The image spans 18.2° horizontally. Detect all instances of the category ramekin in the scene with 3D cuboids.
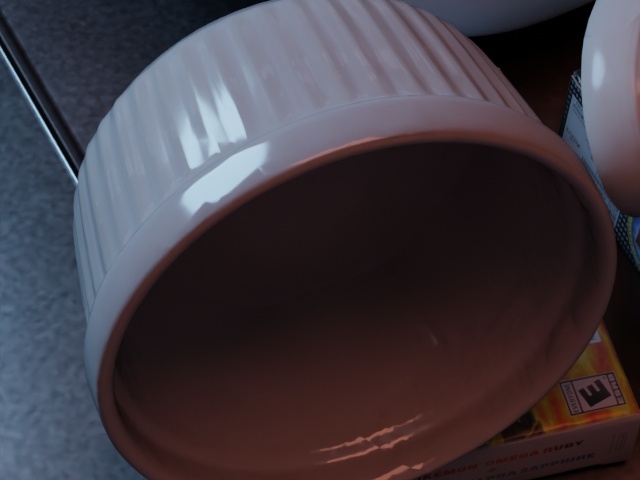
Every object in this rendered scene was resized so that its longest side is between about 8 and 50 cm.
[{"bbox_3d":[0.000,0.000,0.783,0.207,0.207,0.109,-14,48,-12],"label":"ramekin"}]

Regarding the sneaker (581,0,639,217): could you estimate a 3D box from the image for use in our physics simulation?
[{"bbox_3d":[0.231,-0.090,0.801,0.169,0.108,0.292,-4,18,36],"label":"sneaker"}]

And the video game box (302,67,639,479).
[{"bbox_3d":[0.024,0.024,0.913,0.187,0.048,0.205,-13,57,-8],"label":"video game box"}]

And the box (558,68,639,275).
[{"bbox_3d":[0.268,0.001,0.931,0.216,0.060,0.270,-20,59,-17],"label":"box"}]

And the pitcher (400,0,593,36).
[{"bbox_3d":[0.111,-0.155,0.980,0.207,0.125,0.178,-2,24,-10],"label":"pitcher"}]
